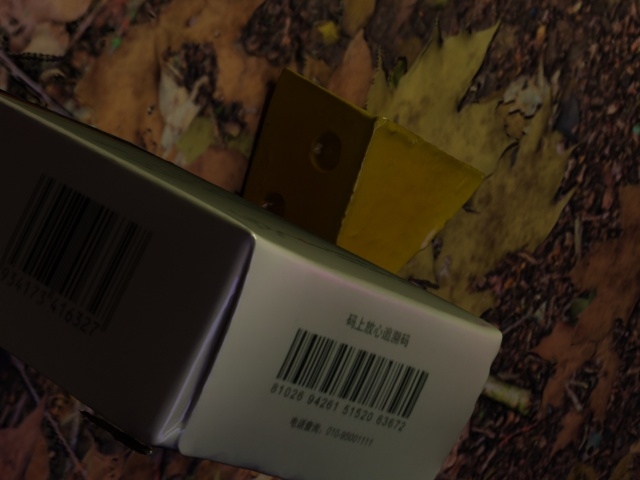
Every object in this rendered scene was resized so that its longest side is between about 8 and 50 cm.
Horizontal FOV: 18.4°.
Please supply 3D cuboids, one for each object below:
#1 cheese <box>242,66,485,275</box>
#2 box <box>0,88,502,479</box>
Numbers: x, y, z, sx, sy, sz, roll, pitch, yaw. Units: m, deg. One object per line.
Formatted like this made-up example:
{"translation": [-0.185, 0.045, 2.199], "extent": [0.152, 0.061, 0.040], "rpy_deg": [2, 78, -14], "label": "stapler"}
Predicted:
{"translation": [0.000, 0.000, 1.222], "extent": [0.126, 0.093, 0.171], "rpy_deg": [28, 90, -53], "label": "cheese"}
{"translation": [-0.088, 0.014, 0.974], "extent": [0.200, 0.299, 0.106], "rpy_deg": [23, 94, -50], "label": "box"}
